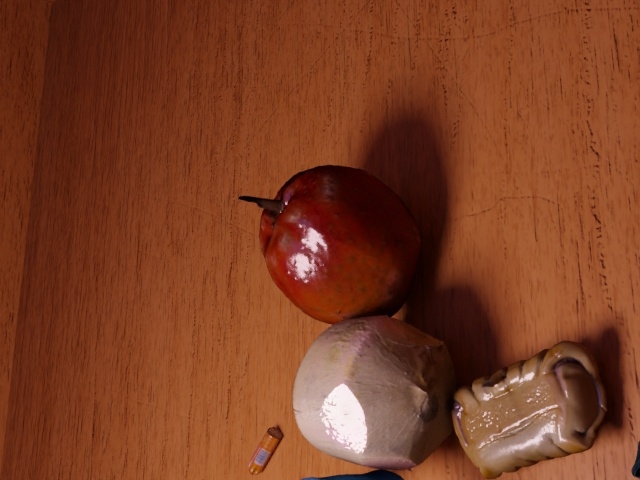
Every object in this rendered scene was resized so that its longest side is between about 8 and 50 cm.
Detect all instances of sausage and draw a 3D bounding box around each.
[{"bbox_3d":[-0.106,0.393,1.604,0.107,0.031,0.031,-60,40,21],"label":"sausage"}]

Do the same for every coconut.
[{"bbox_3d":[0.089,0.219,1.242,0.230,0.227,0.227,-3,77,53],"label":"coconut"}]

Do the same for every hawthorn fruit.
[{"bbox_3d":[0.000,0.000,1.357,0.254,0.300,0.254,-44,36,44],"label":"hawthorn fruit"}]

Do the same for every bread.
[{"bbox_3d":[0.268,0.223,1.122,0.225,0.081,0.134,-32,60,41],"label":"bread"}]

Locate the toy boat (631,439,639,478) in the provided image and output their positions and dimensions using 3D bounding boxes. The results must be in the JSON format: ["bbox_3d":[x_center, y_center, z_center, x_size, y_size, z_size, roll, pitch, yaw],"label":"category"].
[{"bbox_3d":[0.427,0.199,0.910,0.246,0.093,0.103,-42,41,37],"label":"toy boat"}]

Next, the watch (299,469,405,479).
[{"bbox_3d":[0.046,0.475,1.175,0.305,0.242,0.274,51,129,47],"label":"watch"}]
